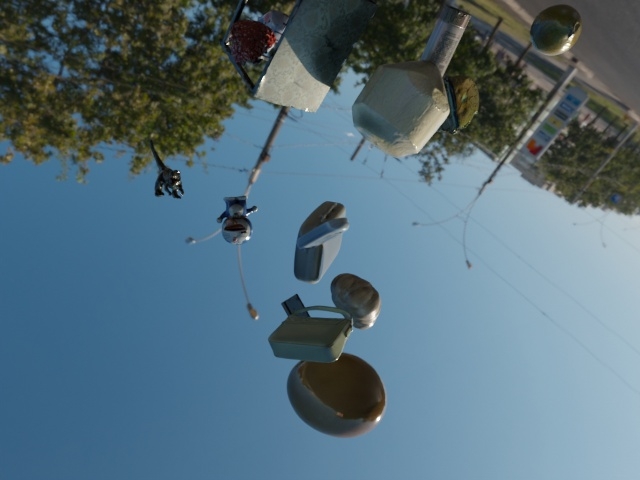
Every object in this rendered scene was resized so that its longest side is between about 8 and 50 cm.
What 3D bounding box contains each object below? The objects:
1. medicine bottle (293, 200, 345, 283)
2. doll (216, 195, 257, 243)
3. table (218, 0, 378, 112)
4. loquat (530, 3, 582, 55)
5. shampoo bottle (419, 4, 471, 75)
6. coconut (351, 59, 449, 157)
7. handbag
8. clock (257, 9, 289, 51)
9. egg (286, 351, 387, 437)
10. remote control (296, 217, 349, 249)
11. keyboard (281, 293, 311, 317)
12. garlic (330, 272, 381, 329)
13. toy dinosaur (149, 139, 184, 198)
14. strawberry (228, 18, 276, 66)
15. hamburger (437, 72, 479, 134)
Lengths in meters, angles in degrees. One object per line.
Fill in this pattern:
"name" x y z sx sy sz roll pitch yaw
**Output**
"medicine bottle" 0.000 0.000 2.030 0.122 0.282 0.375 12 -156 12
"doll" -0.426 -0.106 2.616 0.215 0.257 0.161 -6 -172 -9
"table" -0.073 -0.576 1.358 0.222 0.335 0.272 2 -134 -42
"loquat" 0.751 -0.670 1.616 0.152 0.152 0.195 24 -171 -20
"shampoo bottle" 0.343 -0.549 1.459 0.086 0.227 0.056 4 -145 -27
"coconut" 0.225 -0.373 1.391 0.237 0.266 0.237 41 -177 -3
"handbag" -0.018 0.279 1.581 0.256 0.079 0.219 -1 -150 31
"clock" -0.169 -0.702 1.731 0.080 0.117 0.176 9 176 -38
"egg" 0.060 0.556 1.853 0.373 0.301 0.301 18 -152 -8
"remote control" 0.005 -0.017 1.588 0.087 0.244 0.047 -14 -99 -33
"keyboard" -0.069 0.394 2.267 0.310 0.101 0.018 60 -165 8
"garlic" 0.134 0.217 1.894 0.152 0.228 0.228 -32 -120 -15
"toy dinosaur" -0.450 -0.218 1.536 0.087 0.179 0.187 3 180 -41
"strawberry" -0.184 -0.534 1.345 0.121 0.082 0.188 -9 -142 6
"hamburger" 0.567 -0.587 2.143 0.192 0.288 0.167 -36 -143 -26
